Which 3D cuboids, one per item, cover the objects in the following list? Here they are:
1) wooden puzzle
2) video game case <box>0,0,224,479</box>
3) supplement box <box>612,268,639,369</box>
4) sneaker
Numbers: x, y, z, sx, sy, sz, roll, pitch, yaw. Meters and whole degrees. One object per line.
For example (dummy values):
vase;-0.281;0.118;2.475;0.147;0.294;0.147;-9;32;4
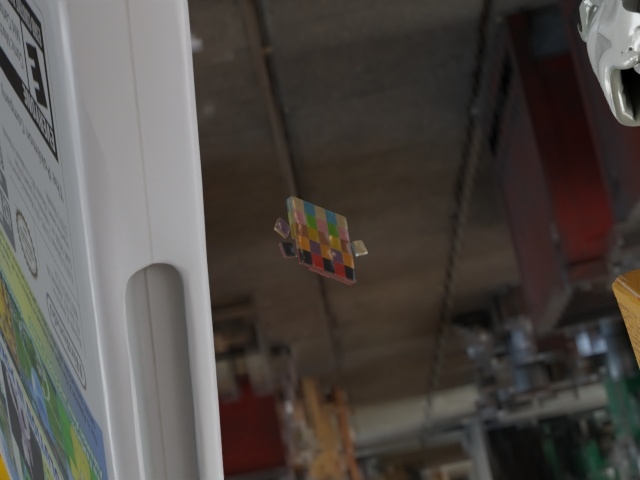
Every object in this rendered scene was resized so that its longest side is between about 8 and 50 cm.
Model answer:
wooden puzzle;0.000;0.000;1.063;0.083;0.049;0.006;21;138;-40
video game case;-0.097;-0.005;0.580;0.036;0.300;0.329;-13;-149;-18
supplement box;0.270;0.120;1.109;0.078;0.233;0.080;-24;-160;-6
sneaker;0.323;-0.224;1.508;0.122;0.146;0.330;-2;151;-6
